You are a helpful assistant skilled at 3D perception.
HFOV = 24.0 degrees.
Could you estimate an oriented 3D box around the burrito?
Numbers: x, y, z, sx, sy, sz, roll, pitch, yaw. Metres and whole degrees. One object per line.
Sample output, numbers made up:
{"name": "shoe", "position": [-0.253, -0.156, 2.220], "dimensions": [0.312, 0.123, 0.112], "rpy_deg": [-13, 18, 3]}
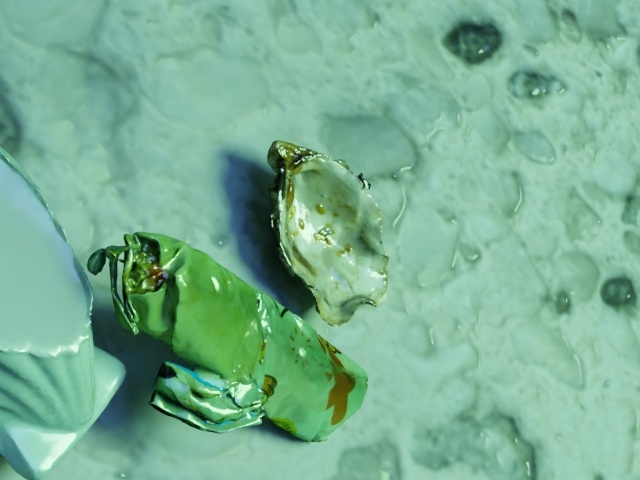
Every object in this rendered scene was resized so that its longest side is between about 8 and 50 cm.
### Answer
{"name": "burrito", "position": [-0.056, 0.082, 1.001], "dimensions": [0.288, 0.054, 0.104], "rpy_deg": [41, 59, -50]}

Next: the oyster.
{"name": "oyster", "position": [-0.001, -0.009, 1.122], "dimensions": [0.103, 0.051, 0.148], "rpy_deg": [-27, 108, -43]}

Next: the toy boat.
{"name": "toy boat", "position": [-0.232, 0.009, 0.909], "dimensions": [0.290, 0.100, 0.199], "rpy_deg": [47, 53, -13]}
